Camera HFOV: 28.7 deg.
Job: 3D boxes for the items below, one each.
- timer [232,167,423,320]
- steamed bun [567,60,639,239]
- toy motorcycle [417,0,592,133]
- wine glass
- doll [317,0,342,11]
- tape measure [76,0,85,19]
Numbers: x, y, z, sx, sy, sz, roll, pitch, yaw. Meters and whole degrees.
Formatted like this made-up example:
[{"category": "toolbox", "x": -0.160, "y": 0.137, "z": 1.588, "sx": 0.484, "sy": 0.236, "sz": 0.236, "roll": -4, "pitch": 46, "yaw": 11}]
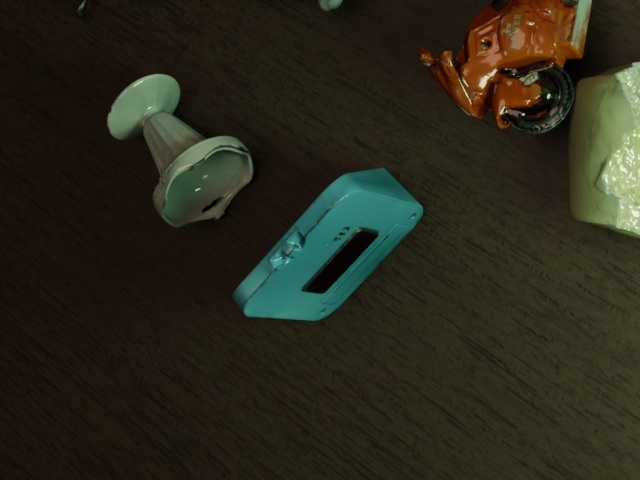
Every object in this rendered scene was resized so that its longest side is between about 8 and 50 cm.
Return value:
[{"category": "timer", "x": 0.000, "y": 0.000, "z": 1.680, "sx": 0.232, "sy": 0.250, "sz": 0.091, "roll": -47, "pitch": 70, "yaw": 16}, {"category": "steamed bun", "x": 0.399, "y": -0.107, "z": 1.533, "sx": 0.200, "sy": 0.170, "sz": 0.226, "roll": 0, "pitch": 88, "yaw": 22}, {"category": "toy motorcycle", "x": 0.241, "y": -0.289, "z": 1.619, "sx": 0.221, "sy": 0.148, "sz": 0.326, "roll": 3, "pitch": 74, "yaw": 32}, {"category": "wine glass", "x": -0.212, "y": -0.137, "z": 1.856, "sx": 0.165, "sy": 0.165, "sz": 0.196, "roll": -48, "pitch": 60, "yaw": 16}, {"category": "doll", "x": -0.081, "y": -0.471, "z": 1.759, "sx": 0.240, "sy": 0.284, "sz": 0.310, "roll": -38, "pitch": 59, "yaw": -26}, {"category": "tape measure", "x": -0.311, "y": -0.406, "z": 1.984, "sx": 0.107, "sy": 0.104, "sz": 0.180, "roll": 42, "pitch": 141, "yaw": 0}]
